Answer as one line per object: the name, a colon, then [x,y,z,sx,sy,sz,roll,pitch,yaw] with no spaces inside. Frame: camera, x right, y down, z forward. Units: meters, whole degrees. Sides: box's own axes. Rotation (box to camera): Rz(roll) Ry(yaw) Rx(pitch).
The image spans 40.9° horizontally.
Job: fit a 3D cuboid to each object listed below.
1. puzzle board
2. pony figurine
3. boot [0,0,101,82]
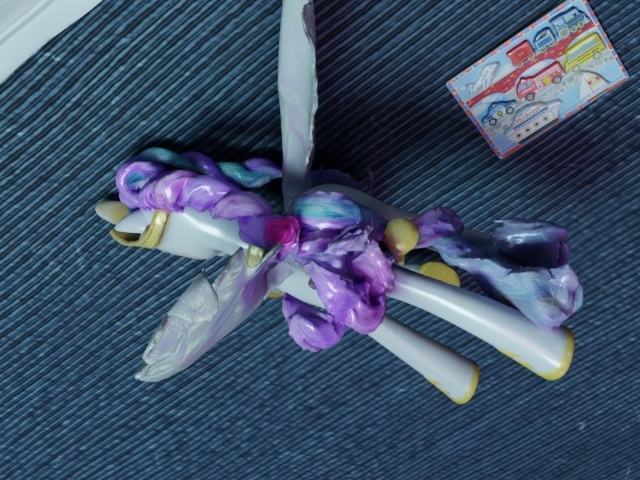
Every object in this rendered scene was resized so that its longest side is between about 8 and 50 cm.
puzzle board: [0.183,-0.134,0.721,0.128,0.011,0.096,-33,122,18]
pony figurine: [0.000,0.000,0.636,0.363,0.303,0.351,21,162,-5]
boot: [-0.212,-0.205,0.577,0.258,0.095,0.123,-35,129,20]
